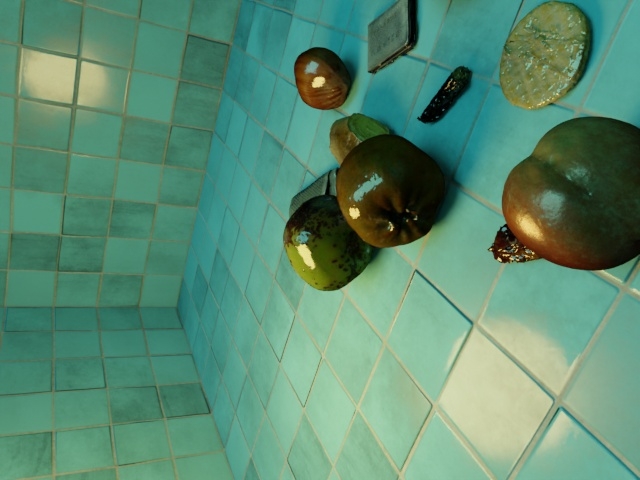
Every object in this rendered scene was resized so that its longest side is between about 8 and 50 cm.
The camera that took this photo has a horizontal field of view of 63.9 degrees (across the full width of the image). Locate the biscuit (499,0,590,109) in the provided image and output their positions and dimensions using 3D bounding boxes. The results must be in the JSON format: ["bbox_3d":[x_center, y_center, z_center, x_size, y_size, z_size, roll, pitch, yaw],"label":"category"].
[{"bbox_3d":[0.452,-0.378,1.052,0.220,0.033,0.220,-10,78,59],"label":"biscuit"}]

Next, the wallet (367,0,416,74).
[{"bbox_3d":[0.205,-0.610,1.515,0.222,0.036,0.167,-10,78,60],"label":"wallet"}]

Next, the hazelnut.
[{"bbox_3d":[0.012,-0.548,1.725,0.210,0.210,0.186,-54,19,43],"label":"hazelnut"}]

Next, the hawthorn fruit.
[{"bbox_3d":[0.166,-0.143,1.311,0.267,0.268,0.301,-64,34,33],"label":"hawthorn fruit"}]

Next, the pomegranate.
[{"bbox_3d":[0.000,0.000,1.563,0.341,0.285,0.285,7,92,59],"label":"pomegranate"}]

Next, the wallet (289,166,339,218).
[{"bbox_3d":[-0.028,-0.096,1.826,0.342,0.075,0.237,-28,59,57],"label":"wallet"}]

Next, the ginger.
[{"bbox_3d":[0.116,-0.267,1.544,0.221,0.130,0.275,112,146,-48],"label":"ginger"}]

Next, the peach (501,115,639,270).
[{"bbox_3d":[0.435,-0.071,0.833,0.252,0.252,0.252,-13,75,59],"label":"peach"}]

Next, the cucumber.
[{"bbox_3d":[0.308,-0.358,1.288,0.181,0.053,0.053,-50,45,49],"label":"cucumber"}]

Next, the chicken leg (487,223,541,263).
[{"bbox_3d":[0.424,-0.003,1.033,0.219,0.048,0.089,-23,70,58],"label":"chicken leg"}]
